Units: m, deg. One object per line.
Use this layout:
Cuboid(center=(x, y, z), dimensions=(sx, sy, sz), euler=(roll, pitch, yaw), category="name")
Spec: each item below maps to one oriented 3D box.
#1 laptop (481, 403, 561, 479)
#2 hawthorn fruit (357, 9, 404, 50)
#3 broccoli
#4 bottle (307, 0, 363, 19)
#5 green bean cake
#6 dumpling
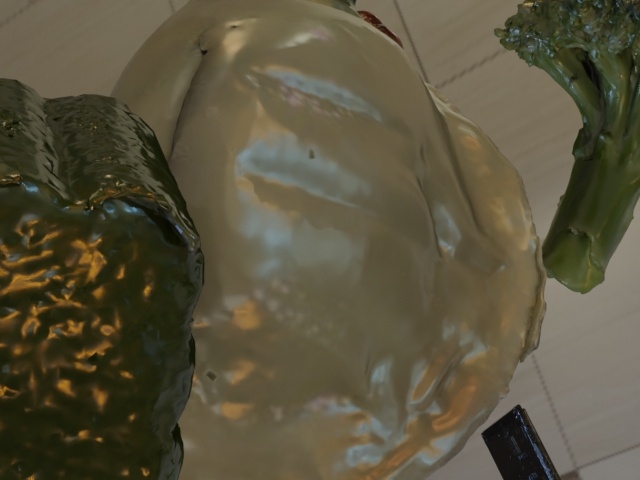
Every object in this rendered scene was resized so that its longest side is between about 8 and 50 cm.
Cuboid(center=(0.284, 0.312, 1.576), dimensions=(0.016, 0.180, 0.129), euler=(-20, 72, -16), category="laptop")
Cuboid(center=(0.057, -0.284, 1.862), dimensions=(0.163, 0.203, 0.162), euler=(2, 63, -4), category="hawthorn fruit")
Cuboid(center=(0.344, -0.169, 1.363), dimensions=(0.353, 0.275, 0.397), euler=(-90, 20, -48), category="broccoli")
Cuboid(center=(-0.037, -0.132, 1.194), dimensions=(0.229, 0.229, 0.351), euler=(6, 79, 30), category="bottle")
Cuboid(center=(-0.183, 0.063, 0.444), dimensions=(0.156, 0.247, 0.250), euler=(-128, 45, -61), category="green bean cake")
Cuboid(center=(0.000, 0.000, 0.712), dimensions=(0.316, 0.233, 0.395), euler=(15, 56, -3), category="dumpling")
